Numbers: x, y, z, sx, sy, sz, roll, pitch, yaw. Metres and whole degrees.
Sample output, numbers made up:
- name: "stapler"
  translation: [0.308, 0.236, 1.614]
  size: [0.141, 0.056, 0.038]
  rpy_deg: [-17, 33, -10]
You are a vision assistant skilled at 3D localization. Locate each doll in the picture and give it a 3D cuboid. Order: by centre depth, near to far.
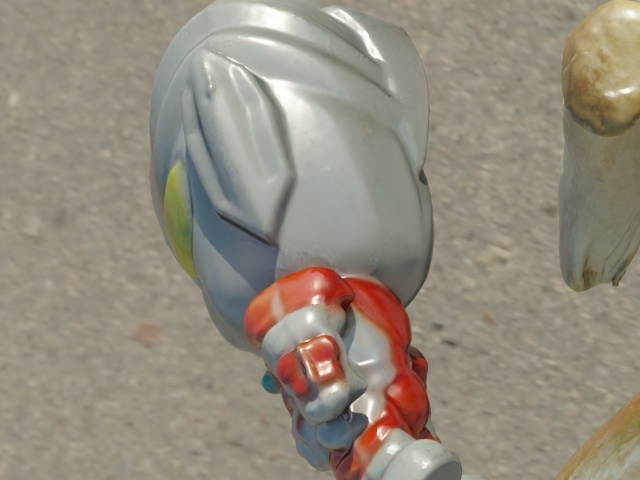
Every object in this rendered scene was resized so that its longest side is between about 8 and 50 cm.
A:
- name: "doll"
  translation: [0.000, 0.000, 0.457]
  size: [0.079, 0.094, 0.180]
  rpy_deg: [-28, 55, 14]

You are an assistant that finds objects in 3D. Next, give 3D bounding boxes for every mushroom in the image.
- name: "mushroom"
  translation: [0.234, -0.070, 1.517]
  size: [0.095, 0.351, 0.122]
  rpy_deg: [23, 68, 17]

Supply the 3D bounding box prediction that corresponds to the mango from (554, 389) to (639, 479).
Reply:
- name: "mango"
  translation: [0.286, 0.123, 0.989]
  size: [0.384, 0.198, 0.221]
  rpy_deg: [-22, 16, -6]
